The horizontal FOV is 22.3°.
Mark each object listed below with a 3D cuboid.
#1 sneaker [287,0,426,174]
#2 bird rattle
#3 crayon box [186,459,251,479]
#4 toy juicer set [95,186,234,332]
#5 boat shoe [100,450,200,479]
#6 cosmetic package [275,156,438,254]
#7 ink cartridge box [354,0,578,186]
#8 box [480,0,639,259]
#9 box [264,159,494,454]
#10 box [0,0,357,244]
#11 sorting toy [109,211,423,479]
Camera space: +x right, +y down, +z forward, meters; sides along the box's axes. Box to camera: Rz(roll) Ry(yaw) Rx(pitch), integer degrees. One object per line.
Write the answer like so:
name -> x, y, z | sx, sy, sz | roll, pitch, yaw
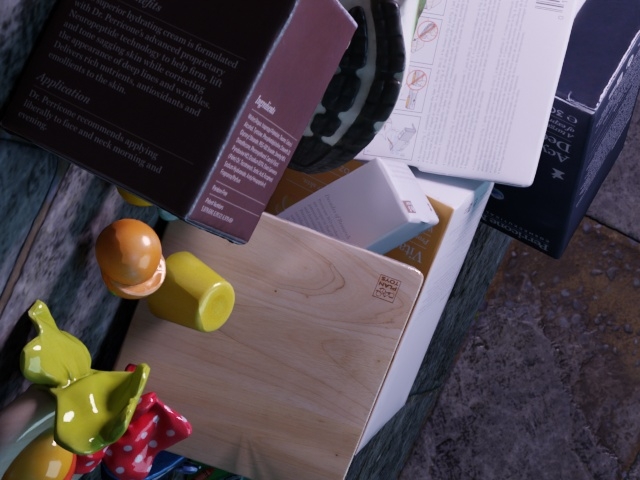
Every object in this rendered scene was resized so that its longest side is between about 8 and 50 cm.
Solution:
sneaker -> 0.055, -0.255, 1.616 | 0.410, 0.158, 0.182 | -67, 171, 23
bird rattle -> -0.238, 0.170, 1.450 | 0.207, 0.143, 0.253 | -39, 165, -14
crayon box -> -0.077, 0.249, 2.174 | 0.278, 0.081, 0.165 | -48, 159, -46
toy juicer set -> -0.112, -0.085, 1.476 | 0.209, 0.089, 0.329 | 22, 93, -56
boat shoe -> -0.154, 0.203, 1.774 | 0.258, 0.109, 0.089 | -45, 160, -47
cosmetic package -> 0.000, 0.000, 1.752 | 0.231, 0.085, 0.117 | -31, 170, 15
ink cartridge box -> 0.137, -0.222, 1.774 | 0.066, 0.261, 0.296 | -115, -145, -68
box -> 0.241, -0.200, 2.070 | 0.212, 0.294, 0.395 | -57, 164, -21
box -> 0.036, 0.042, 1.934 | 0.168, 0.215, 0.345 | -36, 149, -61
box -> -0.102, -0.127, 1.229 | 0.203, 0.168, 0.167 | -63, 165, 0
sorting toy -> -0.065, 0.100, 1.639 | 0.089, 0.257, 0.255 | -128, -121, -78
